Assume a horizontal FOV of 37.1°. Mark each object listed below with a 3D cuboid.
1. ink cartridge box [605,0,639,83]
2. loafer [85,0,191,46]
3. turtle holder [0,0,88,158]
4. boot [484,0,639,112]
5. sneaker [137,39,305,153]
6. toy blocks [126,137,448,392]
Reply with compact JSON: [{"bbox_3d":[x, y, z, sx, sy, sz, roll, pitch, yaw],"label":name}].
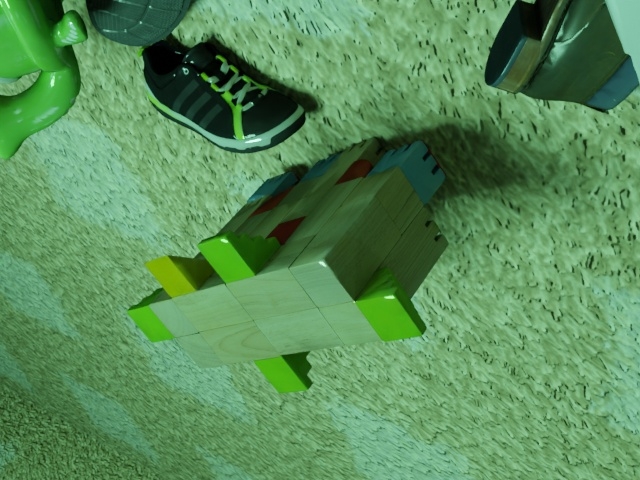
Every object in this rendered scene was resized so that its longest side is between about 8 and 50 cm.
[{"bbox_3d":[0.294,-0.204,0.473,0.310,0.130,0.271,-2,130,39],"label":"ink cartridge box"},{"bbox_3d":[-0.173,-0.307,0.971,0.109,0.095,0.302,13,158,-13],"label":"loafer"},{"bbox_3d":[-0.379,-0.270,1.031,0.320,0.228,0.243,80,172,-61],"label":"turtle holder"},{"bbox_3d":[0.220,-0.184,0.709,0.106,0.082,0.219,18,141,-13],"label":"boot"},{"bbox_3d":[-0.125,-0.171,1.075,0.235,0.084,0.097,20,143,32],"label":"sneaker"},{"bbox_3d":[0.000,0.000,1.011,0.381,0.261,0.190,-16,117,47],"label":"toy blocks"}]
